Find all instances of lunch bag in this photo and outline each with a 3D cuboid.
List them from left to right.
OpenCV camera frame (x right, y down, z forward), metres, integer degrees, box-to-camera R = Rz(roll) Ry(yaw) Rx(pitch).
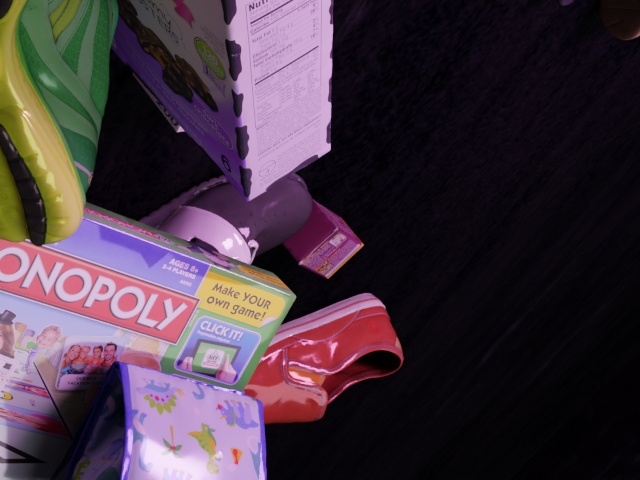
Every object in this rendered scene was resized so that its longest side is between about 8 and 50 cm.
[{"bbox_3d":[-0.107,0.171,0.809,0.129,0.151,0.096,21,162,-38],"label":"lunch bag"}]

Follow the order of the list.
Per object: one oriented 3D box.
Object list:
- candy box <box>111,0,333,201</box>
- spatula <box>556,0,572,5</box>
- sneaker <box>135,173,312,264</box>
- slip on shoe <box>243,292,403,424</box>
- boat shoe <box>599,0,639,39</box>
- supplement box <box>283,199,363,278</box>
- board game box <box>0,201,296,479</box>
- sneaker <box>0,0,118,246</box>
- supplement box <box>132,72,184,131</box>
[{"bbox_3d":[-0.068,-0.143,0.654,0.070,0.165,0.196,-34,156,-17],"label":"candy box"},{"bbox_3d":[0.240,-0.310,0.984,0.084,0.030,0.296,-33,156,-21],"label":"spatula"},{"bbox_3d":[-0.120,0.053,0.961,0.330,0.146,0.122,-27,153,-30],"label":"sneaker"},{"bbox_3d":[-0.038,0.166,1.335,0.331,0.101,0.123,-23,153,-31],"label":"slip on shoe"},{"bbox_3d":[0.361,-0.294,1.145,0.073,0.080,0.223,-28,160,-38],"label":"boat shoe"},{"bbox_3d":[0.000,0.000,1.165,0.055,0.043,0.083,-42,157,7],"label":"supplement box"},{"bbox_3d":[-0.193,0.075,0.794,0.317,0.046,0.213,22,102,-38],"label":"board game box"},{"bbox_3d":[-0.174,-0.133,0.621,0.123,0.109,0.295,-79,176,-46],"label":"sneaker"},{"bbox_3d":[-0.076,-0.114,0.827,0.098,0.062,0.036,-11,145,-47],"label":"supplement box"}]
